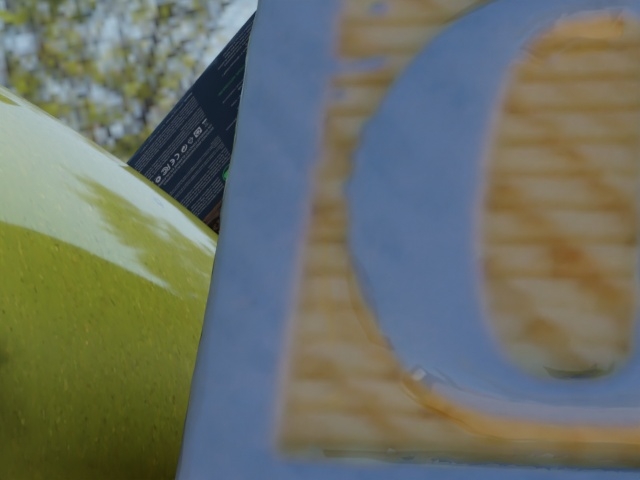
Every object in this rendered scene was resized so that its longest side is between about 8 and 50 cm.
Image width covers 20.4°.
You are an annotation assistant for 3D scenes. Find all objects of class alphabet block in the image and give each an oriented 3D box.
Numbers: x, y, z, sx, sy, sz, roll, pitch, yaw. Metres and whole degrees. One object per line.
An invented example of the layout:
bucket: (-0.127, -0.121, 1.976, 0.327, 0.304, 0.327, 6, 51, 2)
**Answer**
alphabet block: (0.090, 0.031, 0.508, 0.193, 0.192, 0.197, 2, -23, 18)

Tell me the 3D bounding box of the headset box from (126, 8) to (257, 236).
headset box: (0.000, 0.000, 1.348, 0.246, 0.131, 0.283, -47, -50, 12)

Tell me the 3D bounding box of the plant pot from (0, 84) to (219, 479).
plant pot: (-0.126, 0.064, 0.585, 0.275, 0.274, 0.293, -18, -13, 28)
